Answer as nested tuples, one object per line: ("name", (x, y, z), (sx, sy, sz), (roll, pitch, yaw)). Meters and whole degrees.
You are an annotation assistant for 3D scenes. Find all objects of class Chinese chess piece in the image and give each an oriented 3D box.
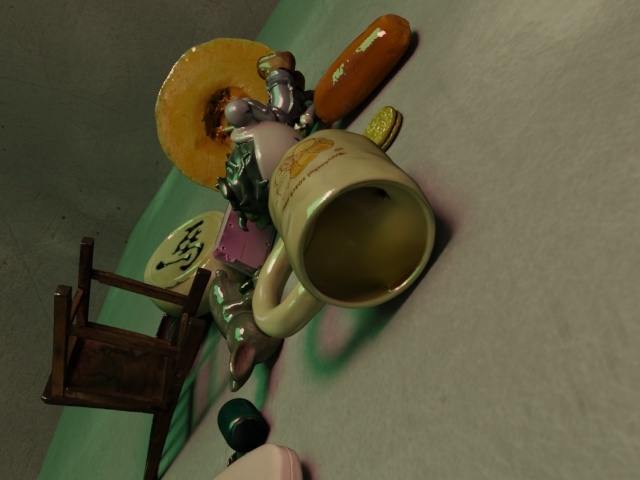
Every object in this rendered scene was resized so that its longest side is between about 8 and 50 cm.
("Chinese chess piece", (-0.258, 0.048, 1.231), (0.250, 0.101, 0.250), (-26, 34, 19))

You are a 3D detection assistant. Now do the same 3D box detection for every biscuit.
("biscuit", (0.096, -0.174, 0.920), (0.084, 0.023, 0.084), (-47, 27, 33))

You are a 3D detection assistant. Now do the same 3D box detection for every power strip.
("power strip", (-0.135, -0.058, 1.173), (0.037, 0.109, 0.279), (-32, 37, 48))

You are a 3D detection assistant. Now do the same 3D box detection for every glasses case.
("glasses case", (-0.117, 0.352, 0.713), (0.297, 0.075, 0.113), (-47, 28, 34))

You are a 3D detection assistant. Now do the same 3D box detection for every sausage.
("sausage", (0.069, -0.307, 1.045), (0.238, 0.098, 0.098), (-43, 29, 36))

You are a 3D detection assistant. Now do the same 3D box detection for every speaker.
("speaker", (-0.110, 0.280, 0.826), (0.075, 0.060, 0.094), (-163, 65, -67))

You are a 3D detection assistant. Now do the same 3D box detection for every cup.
("cup", (0.020, 0.001, 0.728), (0.202, 0.173, 0.255), (-117, 38, -61))

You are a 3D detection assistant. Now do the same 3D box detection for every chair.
("chair", (-0.375, 0.239, 1.062), (0.203, 0.240, 0.416), (-107, 36, -60))

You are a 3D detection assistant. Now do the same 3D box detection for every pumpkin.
("pumpkin", (-0.202, -0.280, 1.330), (0.332, 0.332, 0.199), (-61, 12, 4))

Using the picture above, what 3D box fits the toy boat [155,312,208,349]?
("toy boat", (-0.303, 0.196, 1.290), (0.097, 0.100, 0.223), (88, -165, -52))

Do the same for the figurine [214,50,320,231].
("figurine", (-0.100, -0.190, 1.101), (0.186, 0.261, 0.382), (-20, 52, 27))

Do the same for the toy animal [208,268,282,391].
("toy animal", (-0.114, 0.146, 0.933), (0.236, 0.108, 0.138), (-115, 26, -47))
